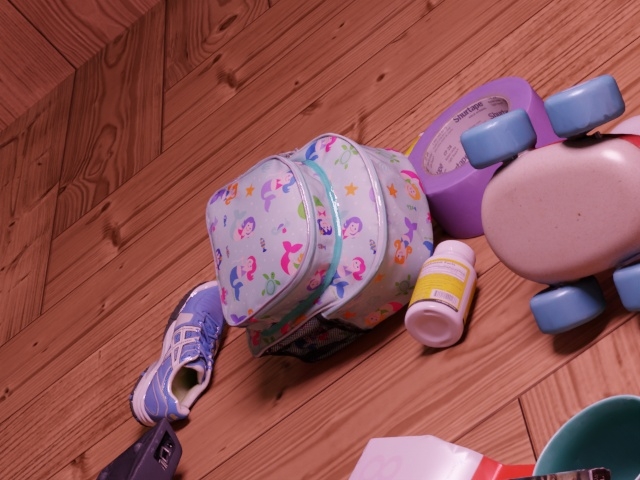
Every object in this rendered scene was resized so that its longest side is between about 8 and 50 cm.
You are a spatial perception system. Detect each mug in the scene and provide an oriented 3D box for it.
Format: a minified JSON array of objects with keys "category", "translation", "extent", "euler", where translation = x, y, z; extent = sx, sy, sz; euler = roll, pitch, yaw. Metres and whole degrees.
[{"category":"mug","translation":[0.258,0.211,1.488],"extent":[0.129,0.097,0.158],"euler":[-43,24,1]}]

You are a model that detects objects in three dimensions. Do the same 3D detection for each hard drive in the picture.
[{"category":"hard drive","translation":[-0.250,0.333,2.089],"extent":[0.172,0.054,0.255],"euler":[-41,14,40]}]

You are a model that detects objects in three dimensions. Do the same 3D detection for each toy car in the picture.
[{"category":"toy car","translation":[0.298,-0.056,1.811],"extent":[0.210,0.219,0.238],"euler":[-20,4,44]}]

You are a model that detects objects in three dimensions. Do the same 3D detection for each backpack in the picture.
[{"category":"backpack","translation":[0.000,0.000,2.081],"extent":[0.253,0.191,0.225],"euler":[-29,60,33]}]

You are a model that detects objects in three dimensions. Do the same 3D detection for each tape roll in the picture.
[{"category":"tape roll","translation":[0.193,-0.098,2.124],"extent":[0.189,0.080,0.189],"euler":[-35,24,18]}]

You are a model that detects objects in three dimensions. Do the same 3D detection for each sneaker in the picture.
[{"category":"sneaker","translation":[-0.159,0.145,2.298],"extent":[0.081,0.080,0.211],"euler":[-3,55,47]}]

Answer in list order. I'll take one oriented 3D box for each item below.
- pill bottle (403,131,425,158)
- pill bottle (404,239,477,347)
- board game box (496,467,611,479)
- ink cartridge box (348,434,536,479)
[{"category":"pill bottle","translation":[0.131,-0.106,2.280],"extent":[0.083,0.043,0.043],"euler":[-54,26,-21]},{"category":"pill bottle","translation":[0.135,0.055,1.980],"extent":[0.065,0.065,0.116],"euler":[-24,30,37]},{"category":"board game box","translation":[0.187,0.278,1.435],"extent":[0.126,0.026,0.186],"euler":[-16,77,47]},{"category":"ink cartridge box","translation":[0.094,0.270,1.705],"extent":[0.232,0.066,0.189],"euler":[-16,36,53]}]
